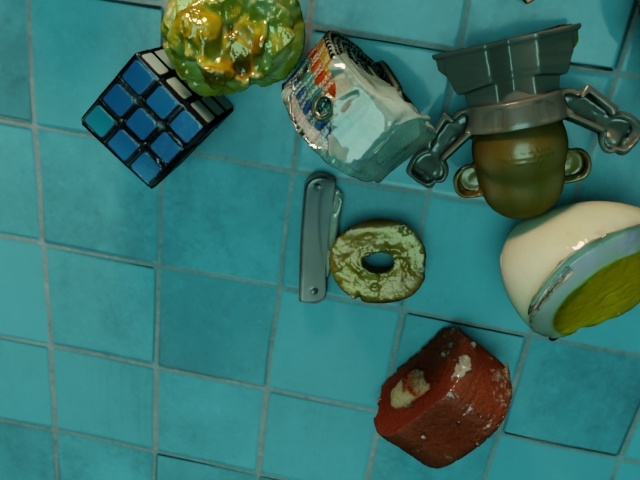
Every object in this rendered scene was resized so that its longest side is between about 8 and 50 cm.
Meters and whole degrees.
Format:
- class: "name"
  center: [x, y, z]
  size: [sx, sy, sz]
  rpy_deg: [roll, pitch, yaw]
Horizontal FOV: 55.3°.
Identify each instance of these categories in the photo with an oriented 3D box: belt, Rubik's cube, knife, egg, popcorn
- class: "belt"
  center: [0.051, -0.205, 0.935]
  size: [0.207, 0.257, 0.150]
  rpy_deg: [27, 118, -33]
- class: "Rubik's cube"
  center: [-0.270, -0.213, 1.032]
  size: [0.160, 0.163, 0.162]
  rpy_deg: [-40, 104, 22]
- class: "knife"
  center: [-0.003, 0.000, 1.148]
  size: [0.073, 0.040, 0.265]
  rpy_deg: [6, 114, -2]
- class: "egg"
  center: [0.433, 0.023, 1.022]
  size: [0.286, 0.174, 0.264]
  rpy_deg: [-15, 139, -11]
- class: "popcorn"
  center: [-0.136, -0.328, 0.952]
  size: [0.221, 0.183, 0.204]
  rpy_deg: [-26, 104, 5]

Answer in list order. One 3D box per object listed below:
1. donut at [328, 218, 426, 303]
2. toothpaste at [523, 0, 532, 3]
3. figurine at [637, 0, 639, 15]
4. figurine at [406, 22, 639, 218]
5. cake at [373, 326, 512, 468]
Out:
- class: "donut"
  center: [0.107, 0.033, 1.134]
  size: [0.178, 0.065, 0.162]
  rpy_deg: [7, 109, 7]
- class: "toothpaste"
  center: [0.275, -0.446, 0.910]
  size: [0.070, 0.044, 0.193]
  rpy_deg: [-28, 106, 21]
- class: "figurine"
  center: [0.561, -0.301, 0.856]
  size: [0.173, 0.177, 0.247]
  rpy_deg: [-17, 99, 35]
- class: "figurine"
  center: [0.306, -0.173, 0.957]
  size: [0.343, 0.167, 0.284]
  rpy_deg: [-5, 106, 34]
- class: "cake"
  center: [0.230, 0.307, 1.169]
  size: [0.151, 0.177, 0.283]
  rpy_deg: [40, 114, -9]
